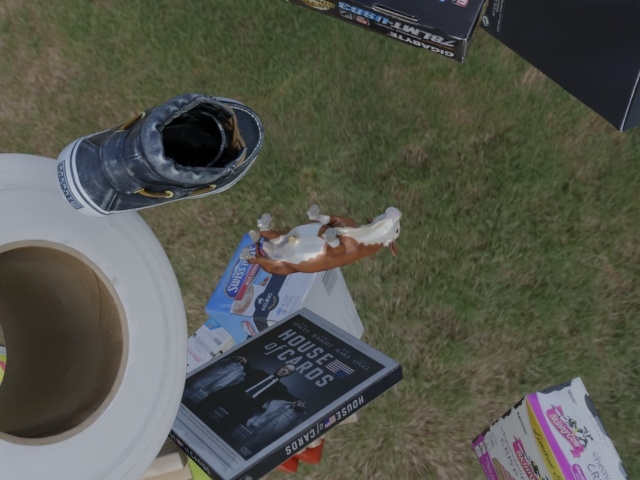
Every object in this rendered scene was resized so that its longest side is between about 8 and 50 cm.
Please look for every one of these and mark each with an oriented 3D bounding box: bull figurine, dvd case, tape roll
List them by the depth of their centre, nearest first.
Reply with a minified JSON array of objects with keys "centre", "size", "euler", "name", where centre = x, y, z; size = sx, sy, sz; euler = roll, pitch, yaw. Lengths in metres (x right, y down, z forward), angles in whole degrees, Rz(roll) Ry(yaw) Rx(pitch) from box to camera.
[{"centre":[-0.238,0.075,0.554],"size":[0.169,0.246,0.246],"euler":[-11,73,40],"name":"tape roll"},{"centre":[-0.053,0.168,0.895],"size":[0.238,0.030,0.179],"euler":[-29,35,-30],"name":"dvd case"},{"centre":[0.000,0.000,1.513],"size":[0.310,0.188,0.101],"euler":[-17,66,23],"name":"bull figurine"}]

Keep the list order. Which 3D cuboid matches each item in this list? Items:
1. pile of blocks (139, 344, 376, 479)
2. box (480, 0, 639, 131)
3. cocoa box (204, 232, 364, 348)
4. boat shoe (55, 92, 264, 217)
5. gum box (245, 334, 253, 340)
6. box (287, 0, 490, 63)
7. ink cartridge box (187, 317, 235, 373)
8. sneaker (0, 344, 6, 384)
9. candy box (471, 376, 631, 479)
[{"centre":[-0.064,0.246,0.960],"size":[0.362,0.149,0.113],"euler":[-20,98,-20],"name":"pile of blocks"},{"centre":[0.409,-0.315,1.011],"size":[0.296,0.183,0.294],"euler":[-19,46,-20],"name":"box"},{"centre":[-0.074,0.184,1.863],"size":[0.227,0.347,0.232],"euler":[8,54,26],"name":"cocoa box"},{"centre":[-0.069,-0.059,0.497],"size":[0.083,0.183,0.065],"euler":[-14,101,32],"name":"boat shoe"},{"centre":[-0.068,0.271,1.520],"size":[0.156,0.041,0.184],"euler":[14,35,-16],"name":"gum box"},{"centre":[0.077,-0.381,0.870],"size":[0.293,0.073,0.296],"euler":[22,85,9],"name":"box"},{"centre":[-0.174,0.162,1.185],"size":[0.048,0.028,0.083],"euler":[39,73,25],"name":"ink cartridge box"},{"centre":[-0.415,0.202,1.056],"size":[0.081,0.208,0.094],"euler":[-29,60,18],"name":"sneaker"},{"centre":[0.260,0.269,0.911],"size":[0.071,0.233,0.159],"euler":[-16,66,-13],"name":"candy box"}]
